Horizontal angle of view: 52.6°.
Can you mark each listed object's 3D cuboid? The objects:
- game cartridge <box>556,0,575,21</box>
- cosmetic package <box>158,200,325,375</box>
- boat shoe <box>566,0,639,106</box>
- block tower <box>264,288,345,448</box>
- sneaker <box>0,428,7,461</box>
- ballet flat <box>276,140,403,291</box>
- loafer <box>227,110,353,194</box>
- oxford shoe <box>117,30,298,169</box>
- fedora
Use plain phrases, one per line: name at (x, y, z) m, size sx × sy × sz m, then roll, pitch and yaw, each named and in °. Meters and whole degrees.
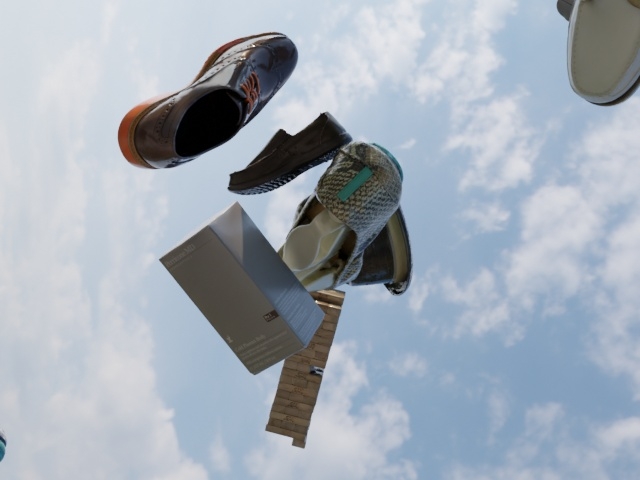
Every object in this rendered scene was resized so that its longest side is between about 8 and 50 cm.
game cartridge at (0.514, -0.324, 0.983) m, size 0.297 × 0.198 × 0.062 m, roll 33°, pitch -49°, yaw 10°
cosmetic package at (-0.119, 0.073, 1.002) m, size 0.127 × 0.107 × 0.238 m, roll -33°, pitch -77°, yaw 32°
boat shoe at (0.340, -0.305, 0.729) m, size 0.113 × 0.103 × 0.302 m, roll 18°, pitch -72°, yaw 33°
block tower at (-0.034, 0.266, 1.385) m, size 0.097 × 0.091 × 0.335 m, roll 14°, pitch -81°, yaw 3°
sneaker at (-0.502, 0.269, 0.778) m, size 0.107 × 0.275 × 0.110 m, roll -40°, pitch -118°, yaw 9°
ballet flat at (0.000, 0.000, 1.114) m, size 0.164 × 0.182 × 0.483 m, roll 44°, pitch -22°, yaw 7°
loafer at (-0.057, -0.141, 1.056) m, size 0.220 × 0.080 × 0.078 m, roll -25°, pitch -97°, yaw 7°
oxford shoe at (-0.100, -0.162, 0.752) m, size 0.098 × 0.271 × 0.096 m, roll 12°, pitch -43°, yaw 41°
fedora at (0.092, -0.013, 1.540) m, size 0.334 × 0.153 × 0.333 m, roll 164°, pitch -90°, yaw -76°
